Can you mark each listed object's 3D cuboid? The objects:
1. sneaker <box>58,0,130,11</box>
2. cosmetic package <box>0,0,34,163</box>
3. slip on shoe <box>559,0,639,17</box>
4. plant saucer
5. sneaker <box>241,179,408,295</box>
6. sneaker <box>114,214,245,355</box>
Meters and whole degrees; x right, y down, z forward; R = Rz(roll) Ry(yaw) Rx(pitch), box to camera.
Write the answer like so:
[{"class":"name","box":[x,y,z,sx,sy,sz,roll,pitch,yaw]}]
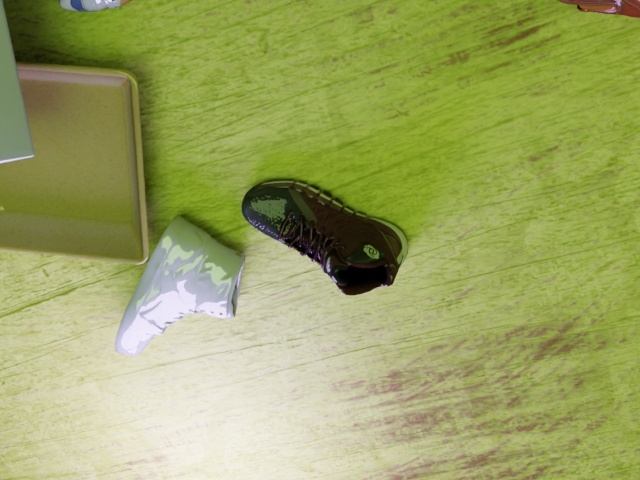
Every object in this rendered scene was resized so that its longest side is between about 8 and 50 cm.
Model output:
[{"class":"sneaker","box":[-0.370,-0.463,1.256,0.130,0.112,0.297,-11,112,21]},{"class":"cosmetic package","box":[-0.538,-0.290,1.223,0.217,0.156,0.385,-11,114,-19]},{"class":"slip on shoe","box":[0.386,-0.351,1.188,0.331,0.123,0.101,19,151,-5]},{"class":"plant saucer","box":[-0.433,-0.138,1.451,0.332,0.081,0.333,6,118,8]},{"class":"sneaker","box":[0.000,0.000,1.395,0.281,0.162,0.106,17,119,1]},{"class":"sneaker","box":[-0.234,0.115,1.530,0.169,0.108,0.293,29,118,-3]}]
